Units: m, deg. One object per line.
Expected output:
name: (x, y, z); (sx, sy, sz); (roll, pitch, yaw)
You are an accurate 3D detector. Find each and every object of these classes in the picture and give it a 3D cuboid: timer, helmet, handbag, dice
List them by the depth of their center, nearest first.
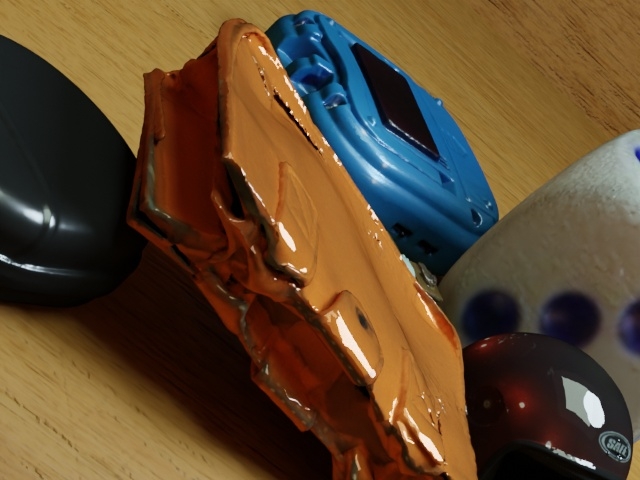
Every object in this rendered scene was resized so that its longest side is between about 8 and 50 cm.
handbag: (-0.248, -0.067, 1.360); (0.254, 0.093, 0.308); (56, 20, 21)
handbag: (-0.006, 0.035, 1.512); (0.410, 0.116, 0.303); (55, 14, -28)
helmet: (0.193, 0.184, 1.731); (0.216, 0.193, 0.189); (7, -15, 41)
dice: (0.317, 0.069, 1.987); (0.277, 0.304, 0.304); (52, 24, 15)
timer: (0.067, -0.121, 2.154); (0.309, 0.115, 0.340); (31, 25, -34)

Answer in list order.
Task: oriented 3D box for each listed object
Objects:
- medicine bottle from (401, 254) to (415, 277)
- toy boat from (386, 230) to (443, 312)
medicine bottle: (0.000, 0.000, 1.799); (0.229, 0.083, 0.121); (32, 26, -38)
toy boat: (0.093, 0.064, 1.898); (0.064, 0.072, 0.206); (26, 28, -45)
